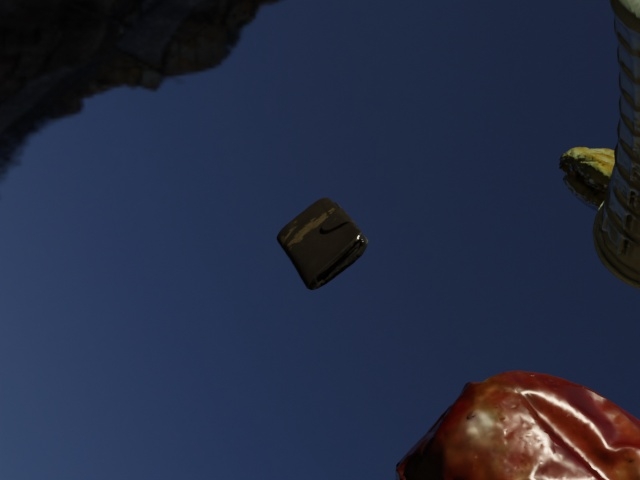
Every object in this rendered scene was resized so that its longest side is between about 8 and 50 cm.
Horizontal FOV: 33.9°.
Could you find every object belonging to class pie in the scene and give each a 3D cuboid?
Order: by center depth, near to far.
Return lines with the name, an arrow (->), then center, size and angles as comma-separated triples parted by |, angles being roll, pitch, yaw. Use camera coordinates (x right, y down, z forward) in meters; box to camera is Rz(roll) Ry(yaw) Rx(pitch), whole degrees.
pie -> 0.417, -0.053, 1.354 | 0.248, 0.201, 0.090 | 36, -67, 48

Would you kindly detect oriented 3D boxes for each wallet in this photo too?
wallet -> 0.000, 0.000, 1.111 | 0.018, 0.082, 0.157 | 48, 3, -24

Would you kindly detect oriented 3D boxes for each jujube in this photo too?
jujube -> 0.195, 0.221, 0.639 | 0.342, 0.216, 0.216 | 42, -49, 22

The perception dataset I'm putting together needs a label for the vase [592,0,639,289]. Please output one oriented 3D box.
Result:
vase -> 0.291, -0.093, 0.848 | 0.143, 0.143, 0.299 | 47, -14, 37
